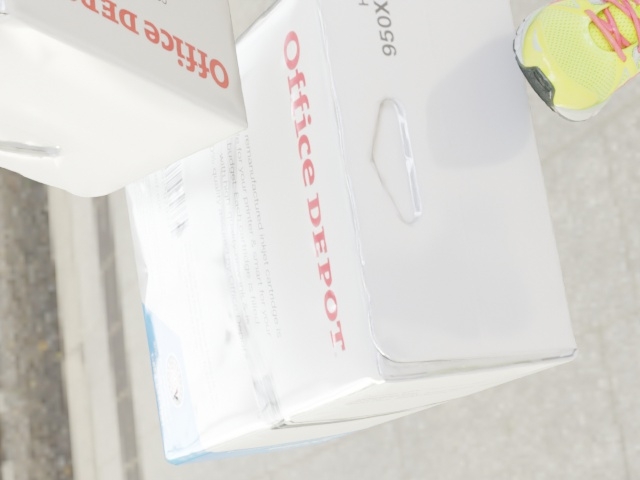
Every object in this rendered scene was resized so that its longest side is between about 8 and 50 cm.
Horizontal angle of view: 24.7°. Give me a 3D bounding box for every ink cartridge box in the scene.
[{"bbox_3d":[0.000,0.000,1.128,0.395,0.166,0.285,-30,66,60],"label":"ink cartridge box"},{"bbox_3d":[-0.155,-0.188,0.794,0.117,0.201,0.278,-20,68,27],"label":"ink cartridge box"}]

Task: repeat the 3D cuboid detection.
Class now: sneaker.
[{"bbox_3d":[0.210,-0.152,0.981,0.081,0.208,0.094,54,141,0],"label":"sneaker"}]
